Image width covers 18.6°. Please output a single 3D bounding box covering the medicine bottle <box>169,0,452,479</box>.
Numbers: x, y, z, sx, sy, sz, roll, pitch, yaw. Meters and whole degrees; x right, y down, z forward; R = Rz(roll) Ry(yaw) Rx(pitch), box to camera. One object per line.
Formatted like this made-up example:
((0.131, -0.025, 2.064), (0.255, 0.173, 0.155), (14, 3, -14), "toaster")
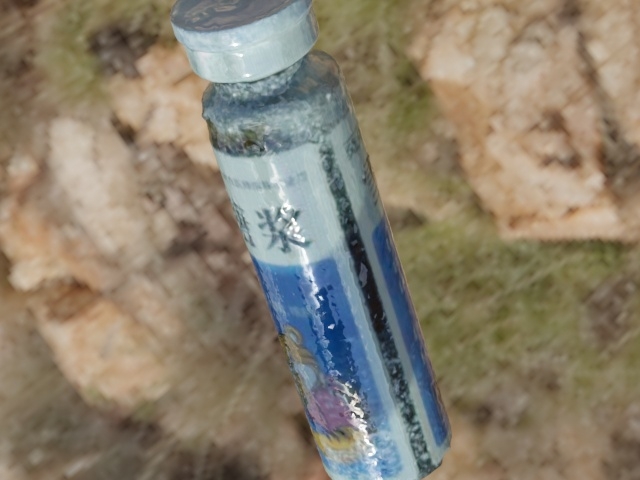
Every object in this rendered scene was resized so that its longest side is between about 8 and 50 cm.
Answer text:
((0.000, 0.000, 0.667), (0.051, 0.051, 0.191), (8, 129, 38), "medicine bottle")
